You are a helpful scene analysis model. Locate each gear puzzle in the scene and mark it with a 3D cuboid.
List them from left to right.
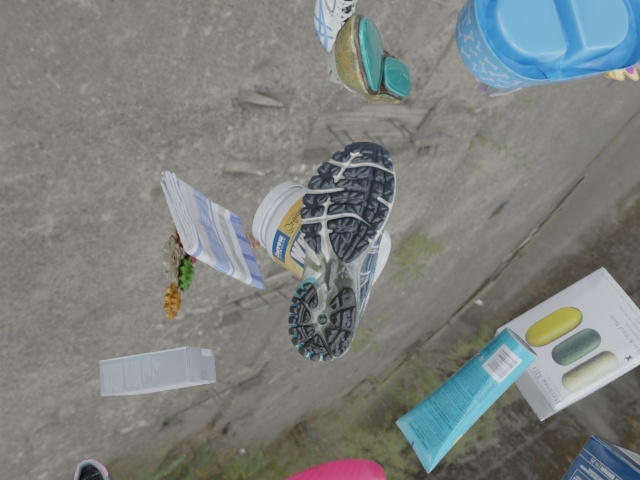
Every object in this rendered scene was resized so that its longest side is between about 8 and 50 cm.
[{"bbox_3d":[-0.330,0.034,1.396,0.044,0.339,0.175,2,147,7],"label":"gear puzzle"}]

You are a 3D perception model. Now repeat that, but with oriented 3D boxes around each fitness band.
[{"bbox_3d":[-0.021,0.451,0.948,0.291,0.054,0.209,-33,132,12],"label":"fitness band"}]

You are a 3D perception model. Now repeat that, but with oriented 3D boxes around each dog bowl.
[{"bbox_3d":[0.316,-0.293,0.782,0.297,0.166,0.074,-13,177,-21],"label":"dog bowl"}]

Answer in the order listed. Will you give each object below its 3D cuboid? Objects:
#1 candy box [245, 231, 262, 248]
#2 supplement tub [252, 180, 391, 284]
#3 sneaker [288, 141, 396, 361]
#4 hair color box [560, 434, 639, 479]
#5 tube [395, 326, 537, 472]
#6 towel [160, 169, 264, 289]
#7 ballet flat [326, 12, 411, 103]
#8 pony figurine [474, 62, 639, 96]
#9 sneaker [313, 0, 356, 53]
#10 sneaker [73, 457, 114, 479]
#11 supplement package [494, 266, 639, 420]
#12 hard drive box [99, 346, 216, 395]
[{"bbox_3d":[-0.158,-0.017,1.761,0.109,0.053,0.187,-21,-175,-30],"label":"candy box"},{"bbox_3d":[0.000,0.000,0.945,0.144,0.200,0.144,-42,151,-30],"label":"supplement tub"},{"bbox_3d":[0.028,0.011,0.750,0.122,0.110,0.283,6,100,-77],"label":"sneaker"},{"bbox_3d":[0.404,0.487,0.878,0.174,0.105,0.347,26,98,-32],"label":"hair color box"},{"bbox_3d":[0.188,0.203,0.742,0.207,0.080,0.052,-48,132,12],"label":"tube"},{"bbox_3d":[-0.220,-0.016,1.207,0.034,0.209,0.285,-32,151,11],"label":"towel"},{"bbox_3d":[0.075,-0.318,1.050,0.123,0.123,0.348,-46,166,17],"label":"ballet flat"},{"bbox_3d":[0.463,-0.462,1.182,0.363,0.351,0.303,37,92,-29],"label":"pony figurine"},{"bbox_3d":[0.037,-0.459,1.092,0.085,0.086,0.237,-29,137,-24],"label":"sneaker"},{"bbox_3d":[-0.502,0.622,1.236,0.112,0.319,0.131,-19,124,-14],"label":"sneaker"},{"bbox_3d":[0.542,0.230,1.233,0.263,0.199,0.198,-30,155,-1],"label":"supplement package"},{"bbox_3d":[-0.408,0.334,1.448,0.232,0.089,0.181,-10,165,8],"label":"hard drive box"}]
